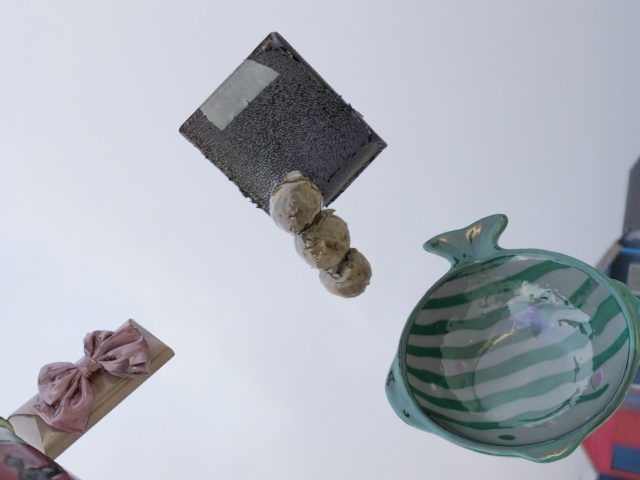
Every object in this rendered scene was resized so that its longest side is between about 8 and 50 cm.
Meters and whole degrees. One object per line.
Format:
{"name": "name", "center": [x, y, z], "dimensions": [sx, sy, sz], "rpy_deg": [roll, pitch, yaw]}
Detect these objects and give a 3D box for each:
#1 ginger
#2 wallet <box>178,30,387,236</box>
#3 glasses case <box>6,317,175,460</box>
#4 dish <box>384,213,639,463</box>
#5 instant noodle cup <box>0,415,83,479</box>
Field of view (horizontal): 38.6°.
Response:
{"name": "ginger", "center": [0.000, 0.000, 1.293], "dimensions": [0.204, 0.080, 0.104], "rpy_deg": [52, -154, -29]}
{"name": "wallet", "center": [-0.056, -0.163, 1.433], "dimensions": [0.262, 0.221, 0.071], "rpy_deg": [42, -171, -19]}
{"name": "glasses case", "center": [-0.258, 0.158, 1.025], "dimensions": [0.193, 0.102, 0.070], "rpy_deg": [-41, -57, -27]}
{"name": "dish", "center": [0.165, 0.095, 0.783], "dimensions": [0.078, 0.224, 0.246], "rpy_deg": [61, -169, -47]}
{"name": "instant noodle cup", "center": [-0.281, 0.299, 0.827], "dimensions": [0.235, 0.178, 0.234], "rpy_deg": [22, -90, -78]}
